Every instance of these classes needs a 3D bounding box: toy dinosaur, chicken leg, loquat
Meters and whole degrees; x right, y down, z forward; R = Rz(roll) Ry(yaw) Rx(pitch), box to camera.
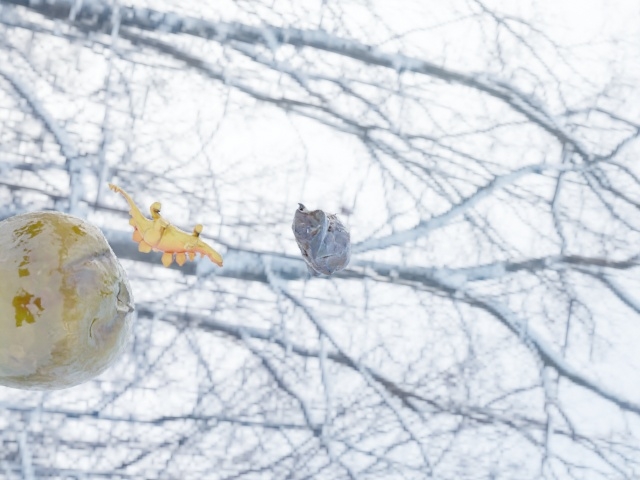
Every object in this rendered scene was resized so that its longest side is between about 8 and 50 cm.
[{"bbox_3d":[-0.318,-0.010,2.308,0.070,0.288,0.117,-49,164,-50],"label":"toy dinosaur"},{"bbox_3d":[0.000,0.000,1.856,0.304,0.093,0.113,40,38,-84],"label":"chicken leg"},{"bbox_3d":[-0.419,0.099,1.708,0.276,0.284,0.276,-12,90,-89],"label":"loquat"}]
